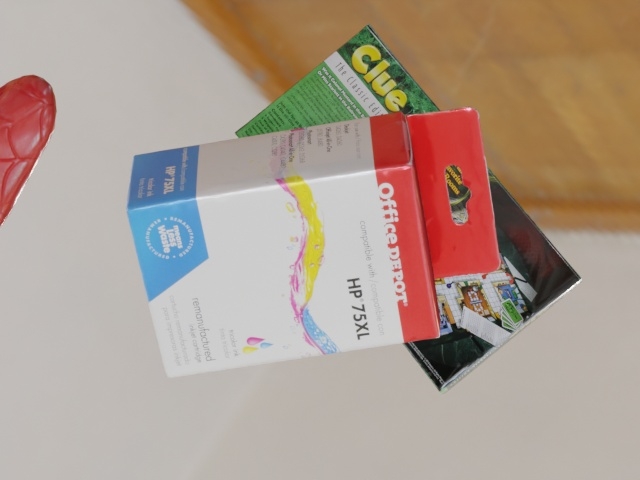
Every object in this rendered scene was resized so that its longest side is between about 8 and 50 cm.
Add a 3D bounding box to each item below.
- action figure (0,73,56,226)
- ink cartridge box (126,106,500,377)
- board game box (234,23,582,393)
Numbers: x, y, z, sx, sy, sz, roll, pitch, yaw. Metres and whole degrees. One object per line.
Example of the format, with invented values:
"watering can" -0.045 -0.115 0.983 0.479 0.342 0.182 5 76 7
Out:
"action figure" -0.136 -0.126 0.393 0.091 0.139 0.280 2 153 20
"ink cartridge box" 0.000 0.000 1.290 0.231 0.078 0.134 -9 119 4
"board game box" 0.064 -0.026 1.485 0.260 0.136 0.030 52 -176 17
